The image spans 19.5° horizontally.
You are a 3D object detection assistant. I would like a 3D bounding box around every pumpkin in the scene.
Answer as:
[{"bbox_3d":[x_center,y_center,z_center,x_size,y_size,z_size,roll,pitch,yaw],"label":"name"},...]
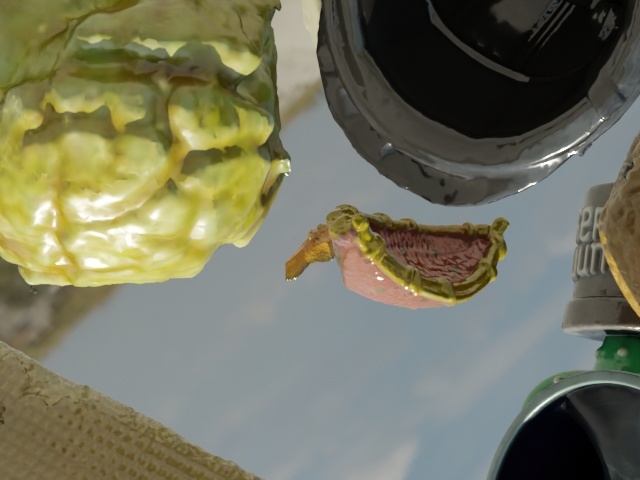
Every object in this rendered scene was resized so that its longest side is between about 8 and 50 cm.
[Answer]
[{"bbox_3d":[-0.001,-0.001,2.118,0.073,0.035,0.101,-29,-164,37],"label":"pumpkin"}]

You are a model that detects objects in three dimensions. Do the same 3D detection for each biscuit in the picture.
[{"bbox_3d":[-0.211,0.177,1.469,0.144,0.426,0.078,-56,146,-19],"label":"biscuit"}]

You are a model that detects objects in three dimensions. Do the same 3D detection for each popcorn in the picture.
[{"bbox_3d":[-0.140,-0.093,1.322,0.247,0.282,0.282,-1,180,-15],"label":"popcorn"}]

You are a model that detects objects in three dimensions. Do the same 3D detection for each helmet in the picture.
[{"bbox_3d":[0.129,-0.170,1.234,0.160,0.230,0.279,-39,158,-56],"label":"helmet"}]

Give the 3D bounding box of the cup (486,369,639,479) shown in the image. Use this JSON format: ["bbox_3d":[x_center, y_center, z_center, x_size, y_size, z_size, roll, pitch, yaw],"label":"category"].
[{"bbox_3d":[0.341,0.207,1.493,0.311,0.257,0.331,5,121,-42],"label":"cup"}]

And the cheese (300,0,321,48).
[{"bbox_3d":[0.115,-0.233,1.692,0.153,0.332,0.292,-11,147,-27],"label":"cheese"}]

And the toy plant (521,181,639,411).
[{"bbox_3d":[0.373,0.135,2.270,0.185,0.279,0.400,22,71,-62],"label":"toy plant"}]

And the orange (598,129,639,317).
[{"bbox_3d":[0.486,0.000,2.071,0.322,0.357,0.322,-61,-169,20],"label":"orange"}]

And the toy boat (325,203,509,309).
[{"bbox_3d":[0.088,0.012,1.847,0.099,0.141,0.318,-57,154,17],"label":"toy boat"}]
